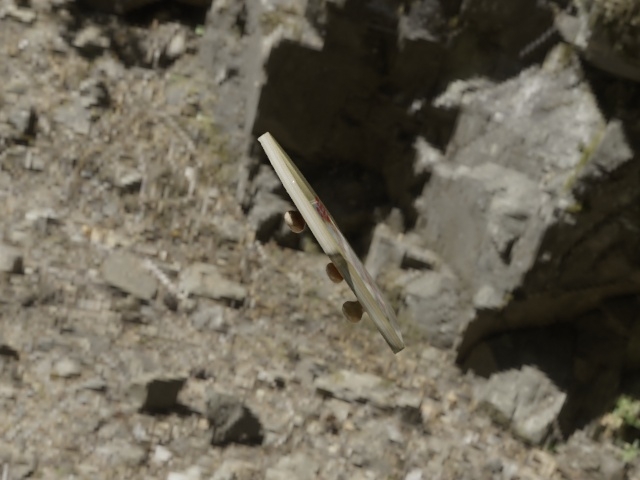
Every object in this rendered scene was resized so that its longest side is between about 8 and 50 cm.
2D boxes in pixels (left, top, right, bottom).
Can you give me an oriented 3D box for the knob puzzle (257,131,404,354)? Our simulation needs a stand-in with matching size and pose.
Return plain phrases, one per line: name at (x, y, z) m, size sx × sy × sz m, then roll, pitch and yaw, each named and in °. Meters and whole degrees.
knob puzzle at (0.000, 0.000, 0.998) m, size 0.030 × 0.213 × 0.213 m, roll -33°, pitch 36°, yaw 4°
